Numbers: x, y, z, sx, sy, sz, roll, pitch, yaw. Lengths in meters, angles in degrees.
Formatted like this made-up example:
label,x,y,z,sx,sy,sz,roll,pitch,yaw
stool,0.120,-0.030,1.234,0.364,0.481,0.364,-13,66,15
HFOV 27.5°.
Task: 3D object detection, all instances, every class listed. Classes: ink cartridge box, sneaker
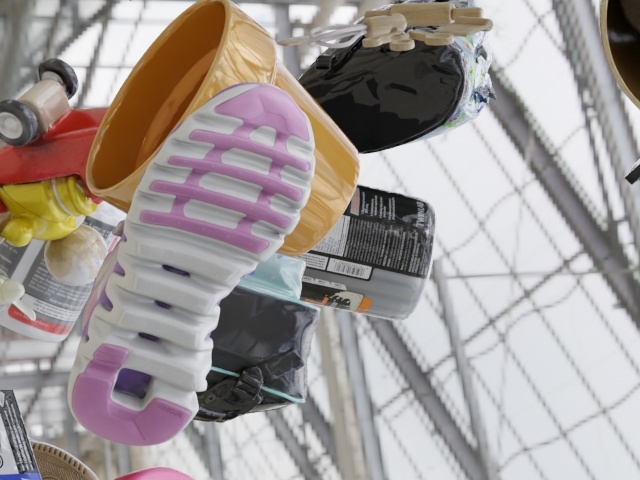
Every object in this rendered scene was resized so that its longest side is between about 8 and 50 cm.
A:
label,x,y,z,sx,sy,sz,roll,pitch,yaw
ink cartridge box,-0.369,0.266,1.478,0.046,0.097,0.207,-44,-122,31
sneaker,-0.088,0.004,0.803,0.236,0.095,0.104,-62,-160,14
sneaker,-0.478,0.346,2.077,0.153,0.282,0.099,-174,-76,-86

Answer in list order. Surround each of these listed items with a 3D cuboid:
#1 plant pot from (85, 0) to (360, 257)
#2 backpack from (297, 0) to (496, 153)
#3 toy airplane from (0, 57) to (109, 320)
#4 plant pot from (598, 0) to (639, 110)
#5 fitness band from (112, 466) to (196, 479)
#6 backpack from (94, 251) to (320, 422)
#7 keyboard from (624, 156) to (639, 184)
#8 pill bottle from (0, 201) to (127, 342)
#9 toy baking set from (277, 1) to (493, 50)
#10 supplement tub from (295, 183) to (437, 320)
label,x,y,z,sx,sy,sz,roll,pitch,yaw
plant pot,-0.074,-0.082,1.172,0.205,0.188,0.205,-40,-149,30
backpack,0.143,-0.272,2.080,0.273,0.290,0.355,59,28,-29
toy airplane,-0.407,-0.038,1.756,0.272,0.386,0.384,51,-11,-17
plant pot,0.377,-0.237,1.300,0.254,0.237,0.237,-81,175,-75
fitness band,-0.104,0.323,1.054,0.054,0.209,0.290,-21,-80,27
backpack,-0.101,0.070,1.025,0.188,0.166,0.144,137,-37,-60
keyboard,0.414,-0.119,1.457,0.038,0.100,0.192,44,-51,4
pill bottle,-0.475,-0.016,2.378,0.362,0.210,0.210,-61,-152,3
toy baking set,0.084,-0.271,1.651,0.256,0.197,0.030,5,-70,28
supplement tub,0.000,0.000,1.961,0.193,0.316,0.193,-167,-90,-82
